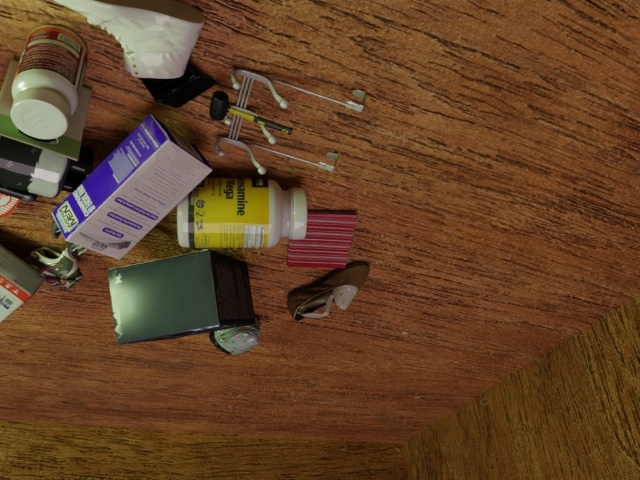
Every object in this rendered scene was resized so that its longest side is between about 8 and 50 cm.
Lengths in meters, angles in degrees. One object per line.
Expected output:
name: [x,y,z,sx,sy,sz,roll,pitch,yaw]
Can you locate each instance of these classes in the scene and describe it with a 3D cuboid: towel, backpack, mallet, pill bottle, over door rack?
towel: [0.000,0.000,1.882,0.198,0.031,0.275,2,142,-7]
backpack: [-0.305,0.350,2.250,0.181,0.115,0.152,-26,137,22]
mallet: [-0.157,-0.266,1.340,0.189,0.039,0.062,24,139,-11]
pill bottle: [-0.538,-0.315,1.200,0.121,0.221,0.121,-4,144,-3]
pill bottle: [-0.208,-0.074,1.614,0.333,0.188,0.188,0,144,-9]
over door rack: [-0.072,-0.265,1.438,0.323,0.108,0.240,7,143,-17]

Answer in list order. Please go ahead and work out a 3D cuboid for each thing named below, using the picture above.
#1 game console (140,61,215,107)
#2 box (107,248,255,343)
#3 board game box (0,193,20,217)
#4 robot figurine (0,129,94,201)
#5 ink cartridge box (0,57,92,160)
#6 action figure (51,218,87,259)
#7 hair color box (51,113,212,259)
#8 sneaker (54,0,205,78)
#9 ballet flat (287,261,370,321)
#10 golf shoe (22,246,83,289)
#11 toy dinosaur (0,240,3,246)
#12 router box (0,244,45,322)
game console: [-0.319,-0.360,1.351,0.122,0.071,0.107,-25,110,23]
box: [-0.389,0.171,1.780,0.293,0.212,0.395,-11,171,7]
board game box: [-0.865,-0.144,1.540,0.193,0.045,0.146,24,135,-36]
robot figurine: [-0.672,-0.200,1.389,0.278,0.209,0.173,16,174,-29]
ink cartridge box: [-0.580,-0.260,1.257,0.171,0.235,0.056,18,137,-30]
action figure: [-0.591,-0.053,1.666,0.284,0.099,0.185,-20,137,14]
hair color box: [-0.447,-0.119,1.448,0.339,0.110,0.185,-44,152,6]
sneaker: [-0.392,-0.405,1.188,0.292,0.108,0.169,11,134,-24]
ballet flat: [0.029,0.194,2.073,0.342,0.124,0.116,-25,141,24]
golf shoe: [-0.856,0.074,1.822,0.272,0.105,0.120,0,114,4]
toy dinosaur: [-0.981,0.028,1.772,0.092,0.053,0.183,3,139,13]
router box: [-1.013,0.093,1.724,0.301,0.082,0.335,-32,116,32]
